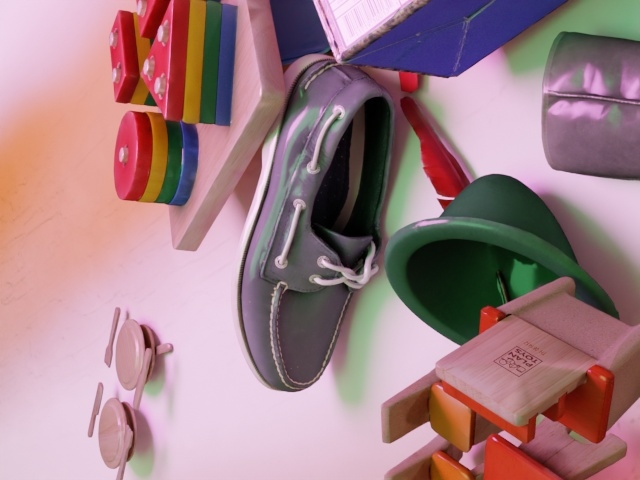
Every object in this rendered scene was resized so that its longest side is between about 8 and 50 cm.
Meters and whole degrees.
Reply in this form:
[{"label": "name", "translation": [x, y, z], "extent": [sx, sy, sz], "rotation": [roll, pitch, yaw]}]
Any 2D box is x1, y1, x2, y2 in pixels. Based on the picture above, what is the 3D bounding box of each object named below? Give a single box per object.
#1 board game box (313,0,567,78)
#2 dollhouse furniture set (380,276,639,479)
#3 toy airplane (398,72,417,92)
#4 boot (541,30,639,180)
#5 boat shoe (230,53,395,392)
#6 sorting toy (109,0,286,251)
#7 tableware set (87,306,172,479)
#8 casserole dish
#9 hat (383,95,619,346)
[{"label": "board game box", "translation": [0.086, -0.300, 0.750], "extent": [0.232, 0.141, 0.291], "rotation": [-31, 72, 38]}, {"label": "dollhouse furniture set", "translation": [0.146, 0.166, 0.730], "extent": [0.262, 0.135, 0.259], "rotation": [30, 136, 41]}, {"label": "toy airplane", "translation": [0.082, -0.197, 0.882], "extent": [0.151, 0.028, 0.151], "rotation": [10, 104, 48]}, {"label": "boot", "translation": [0.244, -0.116, 0.686], "extent": [0.208, 0.076, 0.189], "rotation": [27, 114, 51]}, {"label": "boat shoe", "translation": [0.000, 0.000, 0.942], "extent": [0.099, 0.116, 0.319], "rotation": [25, 113, 45]}, {"label": "sorting toy", "translation": [-0.137, -0.163, 1.016], "extent": [0.257, 0.089, 0.255], "rotation": [127, 140, -49]}, {"label": "tableware set", "translation": [-0.232, 0.189, 1.301], "extent": [0.128, 0.039, 0.194], "rotation": [39, 118, 53]}, {"label": "casserole dish", "translation": [-0.026, -0.222, 0.998], "extent": [0.188, 0.037, 0.114], "rotation": [-2, 94, 50]}, {"label": "hat", "translation": [0.154, -0.028, 0.828], "extent": [0.208, 0.183, 0.173], "rotation": [35, 147, -11]}]
